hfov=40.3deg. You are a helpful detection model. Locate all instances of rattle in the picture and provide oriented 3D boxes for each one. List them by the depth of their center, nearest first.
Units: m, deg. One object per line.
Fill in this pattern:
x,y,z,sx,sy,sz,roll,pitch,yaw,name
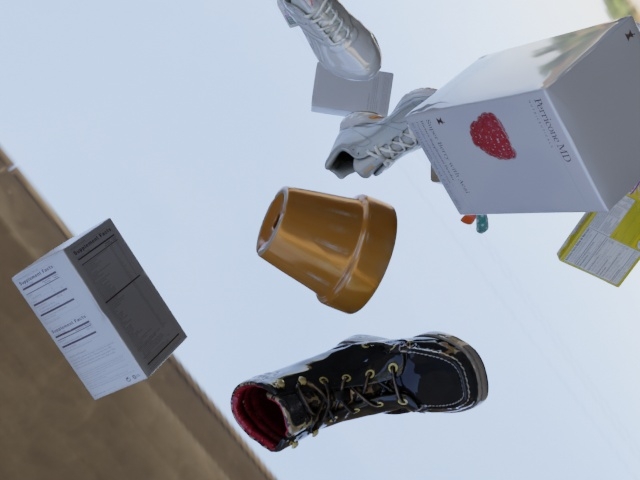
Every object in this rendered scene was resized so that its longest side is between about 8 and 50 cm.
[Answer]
0.362,-0.101,1.897,0.130,0.199,0.143,48,-159,3,rattle

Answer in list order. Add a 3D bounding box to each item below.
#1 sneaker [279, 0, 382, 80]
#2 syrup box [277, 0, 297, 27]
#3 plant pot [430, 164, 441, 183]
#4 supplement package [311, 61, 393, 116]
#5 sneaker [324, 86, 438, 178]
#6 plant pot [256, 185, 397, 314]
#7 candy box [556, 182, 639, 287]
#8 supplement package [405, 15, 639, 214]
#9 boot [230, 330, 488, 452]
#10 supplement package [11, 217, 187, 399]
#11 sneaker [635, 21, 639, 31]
-0.001,-0.330,1.296,0.232,0.090,0.115,48,-172,11,sneaker
-0.048,-0.606,1.953,0.096,0.093,0.237,49,-147,-68,syrup box
0.280,-0.156,1.753,0.109,0.096,0.109,11,-106,-35,plant pot
0.071,-0.345,2.039,0.105,0.179,0.105,-152,70,-88,supplement package
0.112,-0.150,1.368,0.099,0.262,0.121,44,-123,-24,sneaker
0.000,0.000,1.487,0.187,0.205,0.205,21,-141,-17,plant pot
0.430,-0.037,1.216,0.105,0.206,0.027,25,-155,-10,candy box
0.287,-0.152,1.154,0.175,0.293,0.178,-39,-73,-22,supplement package
0.053,0.241,1.394,0.284,0.377,0.138,-16,-81,-34,boot
-0.359,0.111,1.435,0.244,0.133,0.139,59,-149,-10,supplement package
0.570,-0.324,1.527,0.080,0.094,0.212,23,-161,1,sneaker
